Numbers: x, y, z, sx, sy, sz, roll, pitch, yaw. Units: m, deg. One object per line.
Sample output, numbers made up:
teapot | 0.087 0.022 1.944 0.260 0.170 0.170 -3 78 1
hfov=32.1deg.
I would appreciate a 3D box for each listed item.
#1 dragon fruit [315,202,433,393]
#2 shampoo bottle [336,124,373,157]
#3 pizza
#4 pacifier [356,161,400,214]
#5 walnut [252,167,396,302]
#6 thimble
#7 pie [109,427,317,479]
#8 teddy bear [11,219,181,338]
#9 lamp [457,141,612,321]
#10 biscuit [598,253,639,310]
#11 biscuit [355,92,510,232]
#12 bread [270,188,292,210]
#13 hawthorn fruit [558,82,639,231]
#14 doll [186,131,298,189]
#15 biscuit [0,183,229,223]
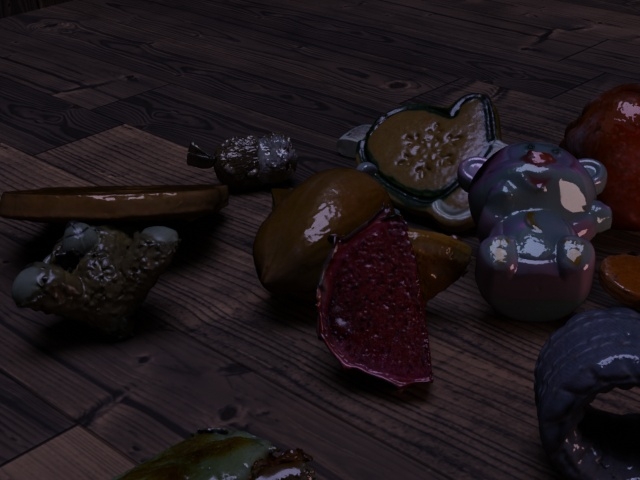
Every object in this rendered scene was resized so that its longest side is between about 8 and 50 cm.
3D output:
dragon fruit | 0.071 0.096 1.625 0.161 0.274 0.126 -10 -14 3
shampoo bottle | 0.101 -0.223 2.388 0.077 0.045 0.152 12 32 30
pizza | 0.145 0.047 1.729 0.182 0.161 0.062 -7 35 0
pacifier | 0.083 -0.086 2.052 0.150 0.117 0.126 15 7 37
walnut | 0.000 0.000 1.799 0.203 0.203 0.297 21 38 37
thimble | 0.384 0.196 1.374 0.236 0.205 0.172 2 26 8
pie | -0.164 0.307 1.331 0.274 0.106 0.257 -20 17 -36
teddy bear | -0.355 0.046 1.775 0.267 0.156 0.256 -18 29 -11
lamp | 0.345 -0.010 1.793 0.247 0.247 0.301 -1 49 9
biscuit | 0.557 0.115 1.656 0.324 0.049 0.205 32 38 27
biscuit | 0.233 -0.170 2.103 0.287 0.057 0.343 -44 50 -11
bread | -0.017 -0.054 2.031 0.139 0.074 0.084 -6 30 -5
hawthorn fruit | 0.544 -0.141 1.962 0.284 0.284 0.284 -2 27 1
doll | -0.153 -0.154 2.203 0.221 0.105 0.115 -7 -9 -10
biscuit | -0.364 -0.063 1.989 0.384 0.062 0.365 0 6 5
